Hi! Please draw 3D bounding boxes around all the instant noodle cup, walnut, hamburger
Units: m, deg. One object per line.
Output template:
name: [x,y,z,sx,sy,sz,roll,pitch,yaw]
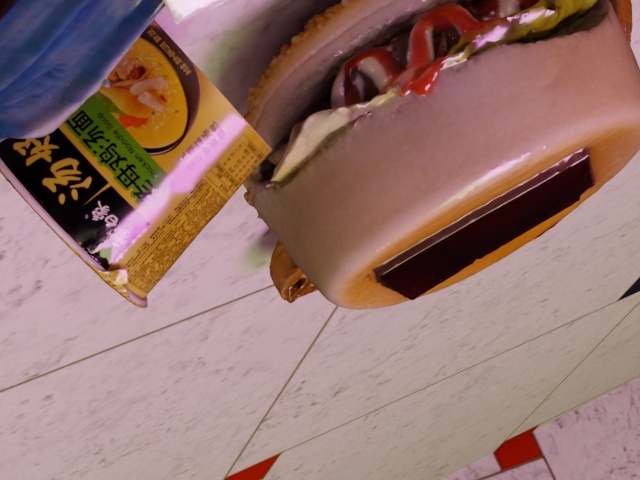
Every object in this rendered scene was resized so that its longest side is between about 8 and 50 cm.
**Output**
instant noodle cup: [-0.110,-0.055,0.937,0.122,0.151,0.151,-44,161,2]
walnut: [0.000,0.000,1.373,0.091,0.052,0.121,-10,154,-51]
hamburger: [0.084,-0.081,1.119,0.302,0.170,0.302,-27,165,-8]

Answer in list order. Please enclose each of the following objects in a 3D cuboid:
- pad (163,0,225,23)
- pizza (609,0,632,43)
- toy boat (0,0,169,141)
pad: [-0.027,-0.196,0.620,0.156,0.004,0.232,-28,137,-5]
pizza: [0.198,-0.168,1.184,0.029,0.099,0.100,-10,155,-18]
toy boat: [-0.095,-0.141,0.733,0.142,0.129,0.309,13,131,-46]
